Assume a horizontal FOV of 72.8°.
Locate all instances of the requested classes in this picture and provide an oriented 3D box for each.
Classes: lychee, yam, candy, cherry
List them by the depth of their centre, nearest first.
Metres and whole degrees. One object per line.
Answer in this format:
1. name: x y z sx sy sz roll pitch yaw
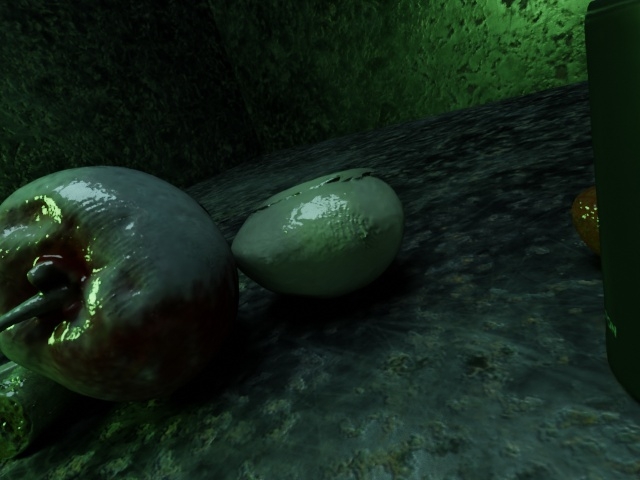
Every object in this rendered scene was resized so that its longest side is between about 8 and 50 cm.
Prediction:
1. lychee: 0.370 -0.017 0.509 0.101 0.140 0.114 -46 -29 14
2. cherry: -0.274 0.050 0.606 0.291 0.326 0.335 -49 19 1
3. yam: -0.391 0.207 0.622 0.107 0.107 0.183 -13 21 17
4. candy: 0.000 0.000 0.689 0.295 0.185 0.295 -23 5 2

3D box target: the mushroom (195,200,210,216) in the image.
1. mushroom: -0.444 -0.015 1.220 0.278 0.163 0.297 -21 17 -34

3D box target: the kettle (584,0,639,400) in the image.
1. kettle: 0.280 -0.027 0.291 0.262 0.308 0.203 -27 19 -25

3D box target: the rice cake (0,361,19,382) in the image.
1. rice cake: -0.447 0.196 0.751 0.399 0.070 0.064 -28 24 -23
